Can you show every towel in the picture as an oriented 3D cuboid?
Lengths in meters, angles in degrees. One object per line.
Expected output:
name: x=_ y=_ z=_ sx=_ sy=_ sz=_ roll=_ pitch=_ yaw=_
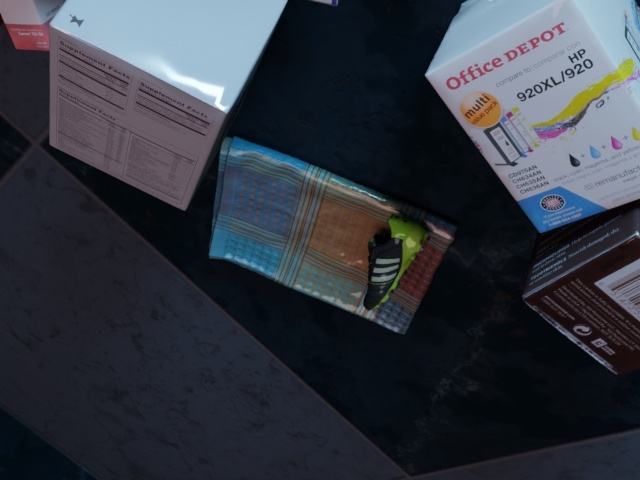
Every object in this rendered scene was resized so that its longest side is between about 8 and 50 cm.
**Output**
towel: x=0.000 y=0.000 z=1.181 sx=0.370 sy=0.040 sz=0.271 roll=22 pitch=137 yaw=5

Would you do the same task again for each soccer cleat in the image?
soccer cleat: x=0.096 y=0.032 z=1.109 sx=0.072 sy=0.060 sz=0.179 roll=32 pitch=130 yaw=6

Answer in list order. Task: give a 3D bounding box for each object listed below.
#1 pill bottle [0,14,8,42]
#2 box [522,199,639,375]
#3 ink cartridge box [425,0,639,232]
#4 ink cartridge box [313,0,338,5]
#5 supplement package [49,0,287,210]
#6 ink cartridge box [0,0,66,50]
pill bottle: x=-0.572 y=-0.403 z=0.956 sx=0.210 sy=0.210 sz=0.363 roll=3 pitch=131 yaw=24
box: x=0.370 y=0.015 z=0.892 sx=0.168 sy=0.203 sz=0.167 roll=37 pitch=136 yaw=-10
ink cartridge box: x=0.259 y=-0.165 z=0.802 sx=0.171 sy=0.168 sz=0.232 roll=-23 pitch=117 yaw=40
ink cartridge box: x=-0.141 y=-0.394 z=0.858 sx=0.371 sy=0.069 sz=0.176 roll=17 pitch=135 yaw=14
supplement package: x=-0.188 y=-0.204 z=0.906 sx=0.198 sy=0.199 sz=0.262 roll=27 pitch=153 yaw=-8
ink cartridge box: x=-0.371 y=-0.360 z=0.965 sx=0.067 sy=0.115 sz=0.198 roll=8 pitch=134 yaw=21
